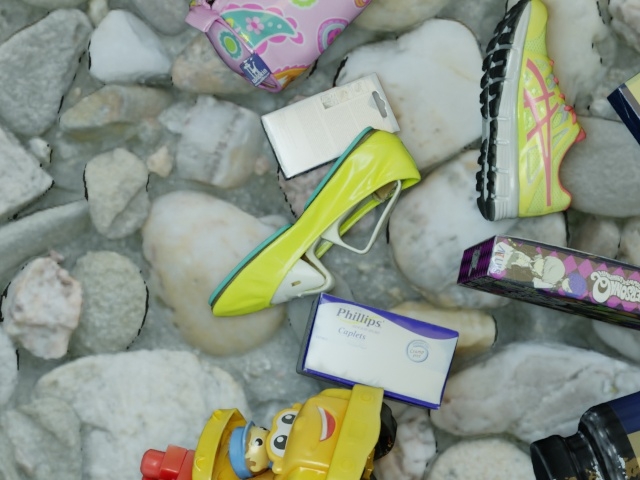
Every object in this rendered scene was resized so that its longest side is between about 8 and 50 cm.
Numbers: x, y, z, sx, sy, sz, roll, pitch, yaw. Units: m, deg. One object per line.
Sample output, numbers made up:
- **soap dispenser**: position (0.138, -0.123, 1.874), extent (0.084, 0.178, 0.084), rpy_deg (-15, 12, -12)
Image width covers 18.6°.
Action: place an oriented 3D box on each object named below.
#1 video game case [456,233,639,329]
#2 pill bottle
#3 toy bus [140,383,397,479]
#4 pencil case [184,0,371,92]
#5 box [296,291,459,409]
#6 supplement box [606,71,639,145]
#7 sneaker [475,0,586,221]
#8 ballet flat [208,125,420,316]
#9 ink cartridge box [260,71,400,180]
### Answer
- **video game case**: position (0.234, 0.042, 1.692), extent (0.210, 0.232, 0.041), rpy_deg (14, 86, -2)
- **pill bottle**: position (0.304, 0.191, 1.736), extent (0.219, 0.123, 0.122), rpy_deg (-18, 86, -5)
- **toy bus**: position (-0.053, 0.212, 1.668), extent (0.211, 0.220, 0.149), rpy_deg (16, 43, 5)
- **pencil case**: position (0.006, -0.263, 1.764), extent (0.124, 0.124, 0.284), rpy_deg (43, 83, 2)
- **box**: position (0.048, 0.099, 1.723), extent (0.126, 0.137, 0.072), rpy_deg (16, 84, -1)
- **supplement box**: position (0.325, -0.126, 1.800), extent (0.083, 0.056, 0.083), rpy_deg (-34, 87, -5)
- **sneaker**: position (0.197, -0.119, 1.789), extent (0.094, 0.081, 0.208), rpy_deg (5, 91, -10)
- **ballet flat**: position (0.000, 0.000, 1.750), extent (0.077, 0.077, 0.231), rpy_deg (43, 91, 12)
- **ink cartridge box**: position (0.009, -0.105, 1.796), extent (0.115, 0.029, 0.063), rpy_deg (-22, 86, -6)
